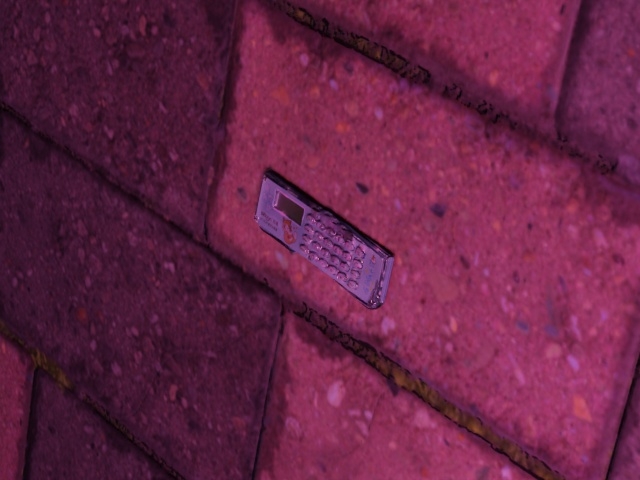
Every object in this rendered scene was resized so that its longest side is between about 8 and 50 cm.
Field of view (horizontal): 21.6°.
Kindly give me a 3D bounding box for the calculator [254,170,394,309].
[{"bbox_3d":[0.000,0.000,1.432,0.172,0.018,0.057,37,123,41],"label":"calculator"}]
